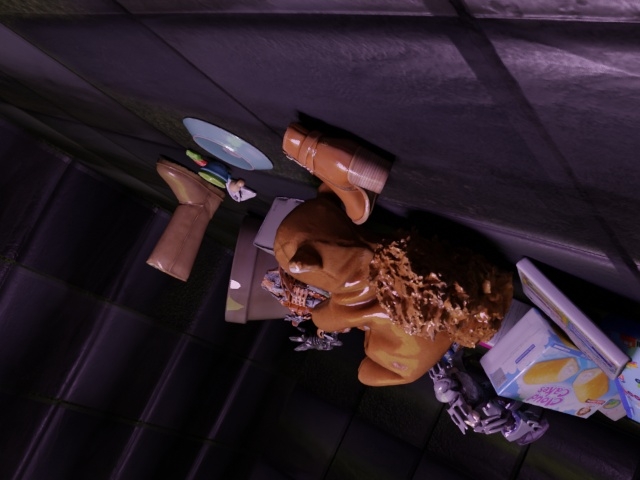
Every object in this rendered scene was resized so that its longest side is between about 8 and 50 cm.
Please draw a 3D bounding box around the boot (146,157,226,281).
[{"bbox_3d":[-0.389,-0.053,1.820,0.236,0.269,0.089,32,170,-37],"label":"boot"}]

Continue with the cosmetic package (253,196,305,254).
[{"bbox_3d":[0.015,0.027,1.577,0.296,0.129,0.153,31,171,-31],"label":"cosmetic package"}]

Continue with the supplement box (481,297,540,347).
[{"bbox_3d":[0.399,0.184,1.450,0.220,0.114,0.111,22,172,15],"label":"supplement box"}]

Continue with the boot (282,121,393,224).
[{"bbox_3d":[0.017,-0.100,0.980,0.152,0.073,0.197,25,160,3],"label":"boot"}]

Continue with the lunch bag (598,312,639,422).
[{"bbox_3d":[0.595,0.226,1.120,0.221,0.138,0.293,21,162,49],"label":"lunch bag"}]

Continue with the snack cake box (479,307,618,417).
[{"bbox_3d":[0.450,0.235,1.279,0.264,0.152,0.089,20,-149,-30],"label":"snack cake box"}]

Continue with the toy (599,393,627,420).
[{"bbox_3d":[0.717,0.355,1.647,0.237,0.137,0.056,31,-149,-42],"label":"toy"}]

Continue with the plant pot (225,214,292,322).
[{"bbox_3d":[-0.118,0.104,2.040,0.280,0.323,0.323,9,172,-2],"label":"plant pot"}]

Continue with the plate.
[{"bbox_3d":[-0.177,-0.172,1.282,0.188,0.024,0.188,26,172,4],"label":"plate"}]

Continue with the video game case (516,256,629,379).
[{"bbox_3d":[0.405,0.130,1.106,0.212,0.023,0.193,50,-177,26],"label":"video game case"}]

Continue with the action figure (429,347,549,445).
[{"bbox_3d":[0.312,0.294,1.287,0.285,0.099,0.185,24,-142,-33],"label":"action figure"}]

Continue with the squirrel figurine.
[{"bbox_3d":[0.117,0.054,1.195,0.370,0.281,0.397,42,151,-28],"label":"squirrel figurine"}]

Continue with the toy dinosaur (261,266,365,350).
[{"bbox_3d":[0.022,0.157,1.466,0.322,0.164,0.218,41,156,1],"label":"toy dinosaur"}]

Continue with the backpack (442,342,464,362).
[{"bbox_3d":[0.275,0.224,1.820,0.276,0.213,0.263,27,162,18],"label":"backpack"}]

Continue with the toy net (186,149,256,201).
[{"bbox_3d":[-0.229,-0.137,1.592,0.122,0.045,0.232,22,171,22],"label":"toy net"}]
